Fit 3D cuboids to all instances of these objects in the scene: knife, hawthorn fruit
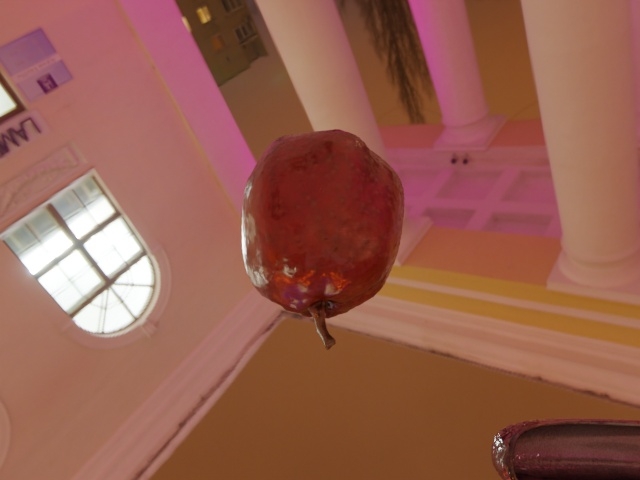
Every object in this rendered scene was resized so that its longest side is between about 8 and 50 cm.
[{"bbox_3d":[0.222,0.157,0.361,0.053,0.278,0.123,152,-54,-65],"label":"knife"},{"bbox_3d":[0.000,0.000,0.620,0.205,0.205,0.253,-7,-118,26],"label":"hawthorn fruit"}]
